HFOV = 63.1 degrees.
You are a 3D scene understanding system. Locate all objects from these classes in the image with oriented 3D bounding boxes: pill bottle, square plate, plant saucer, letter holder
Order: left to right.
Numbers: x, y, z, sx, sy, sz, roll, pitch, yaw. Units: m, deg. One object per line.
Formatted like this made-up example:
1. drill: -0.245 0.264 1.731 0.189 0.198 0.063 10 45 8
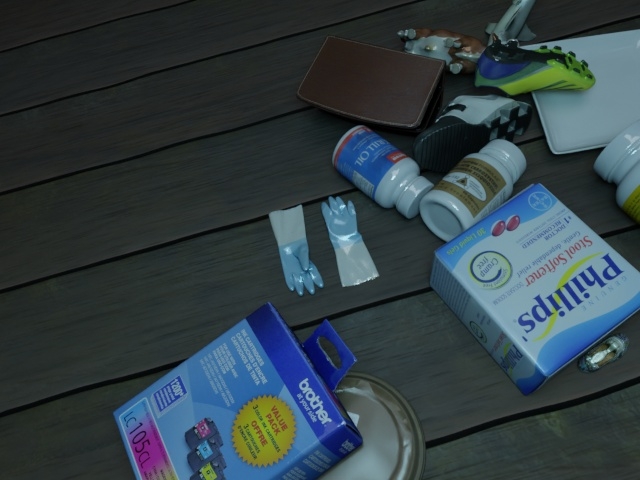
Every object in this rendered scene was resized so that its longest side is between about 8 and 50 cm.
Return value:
1. plant saucer: 0.049 0.368 0.936 0.277 0.041 0.278 -4 61 7
2. letter holder: 0.119 -0.333 1.250 0.301 0.152 0.215 19 67 17
3. pill bottle: 0.141 -0.150 1.159 0.124 0.124 0.221 -42 64 -15
4. pill bottle: 0.328 -0.109 1.105 0.131 0.131 0.229 38 67 24
5. square plate: 0.673 -0.353 1.244 0.346 0.049 0.344 -7 61 4
6. pill bottle: 0.712 -0.081 1.009 0.187 0.188 0.334 -32 62 -10

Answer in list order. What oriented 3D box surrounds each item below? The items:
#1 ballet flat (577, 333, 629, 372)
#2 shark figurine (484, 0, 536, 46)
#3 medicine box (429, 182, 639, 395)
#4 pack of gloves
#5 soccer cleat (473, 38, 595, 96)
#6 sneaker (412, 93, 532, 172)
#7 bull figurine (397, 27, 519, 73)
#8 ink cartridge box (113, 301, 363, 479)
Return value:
1. ballet flat: 0.528 0.205 0.961 0.114 0.041 0.041 -30 62 -10
2. shark figurine: 0.535 -0.575 1.340 0.116 0.278 0.166 31 29 -18
3. medicine box: 0.400 0.086 0.981 0.263 0.149 0.289 -32 61 -10
4. pack of gloves: 0.000 0.000 1.141 0.194 0.046 0.232 -17 61 -1
5. soccer cleat: 0.490 -0.381 1.206 0.288 0.121 0.094 6 51 -12
6. sneaker: 0.315 -0.258 1.195 0.330 0.123 0.146 -22 46 -26
7. bull figurine: 0.320 -0.468 1.291 0.310 0.101 0.188 19 26 34
8. ink cartridge box: -0.115 0.301 0.898 0.395 0.151 0.270 -35 56 -7
